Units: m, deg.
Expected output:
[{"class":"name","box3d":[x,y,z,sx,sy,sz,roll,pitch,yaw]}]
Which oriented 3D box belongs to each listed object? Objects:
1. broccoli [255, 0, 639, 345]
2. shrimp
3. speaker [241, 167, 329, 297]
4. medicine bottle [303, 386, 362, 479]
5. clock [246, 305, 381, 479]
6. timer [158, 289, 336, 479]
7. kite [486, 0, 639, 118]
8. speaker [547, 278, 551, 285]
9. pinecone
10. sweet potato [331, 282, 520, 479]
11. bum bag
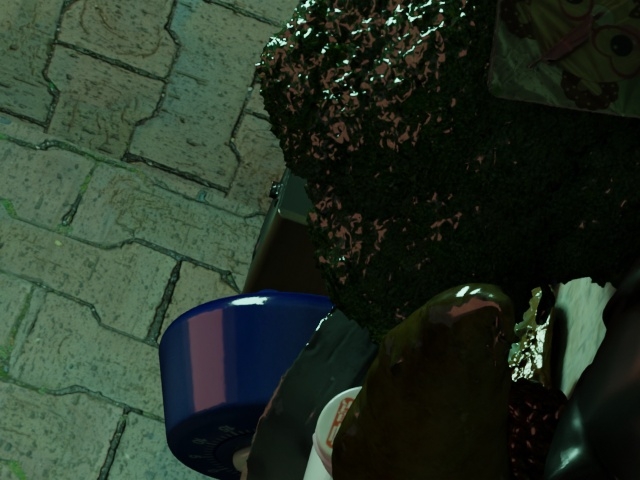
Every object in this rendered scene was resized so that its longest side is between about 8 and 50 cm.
[{"class":"broccoli","box3d":[0.125,-0.078,1.001,0.283,0.321,0.303,13,-100,-60]},{"class":"shrimp","box3d":[0.152,0.091,1.145,0.184,0.043,0.091,-79,13,-63]},{"class":"speaker","box3d":[0.000,0.000,2.217,0.231,0.193,0.153,115,172,-51]},{"class":"medicine bottle","box3d":[0.051,0.177,1.031,0.219,0.115,0.078,68,-146,-51]},{"class":"clock","box3d":[0.042,0.159,1.180,0.281,0.055,0.280,-37,-41,-41]},{"class":"timer","box3d":[-0.045,0.273,1.582,0.270,0.270,0.383,119,157,-59]},{"class":"kite","box3d":[0.193,-0.152,0.877,0.250,0.229,0.012,-32,-13,-13]},{"class":"speaker","box3d":[0.158,0.015,1.257,0.094,0.060,0.075,119,171,-61]},{"class":"pinecone","box3d":[0.129,0.144,0.946,0.102,0.102,0.109,-79,-18,-58]},{"class":"sweet potato","box3d":[0.064,0.175,0.860,0.130,0.131,0.422,-78,-10,-55]},{"class":"bum bag","box3d":[0.169,0.083,0.801,0.142,0.080,0.326,-90,18,-83]}]
